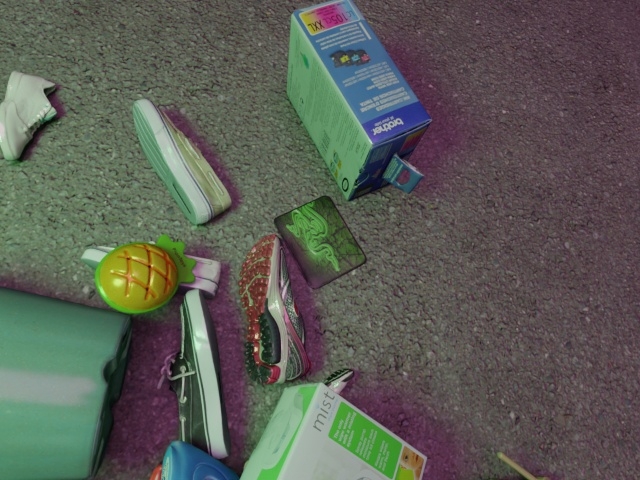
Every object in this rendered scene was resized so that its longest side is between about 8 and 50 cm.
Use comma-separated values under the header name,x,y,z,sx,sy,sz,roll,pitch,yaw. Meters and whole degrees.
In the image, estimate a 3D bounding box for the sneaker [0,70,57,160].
name,x,y,z,sx,sy,sz,roll,pitch,yaw
sneaker,-0.615,-0.265,0.922,0.094,0.080,0.212,5,68,-22

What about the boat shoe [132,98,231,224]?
name,x,y,z,sx,sy,sz,roll,pitch,yaw
boat shoe,-0.304,-0.175,0.947,0.094,0.109,0.302,-29,87,-35

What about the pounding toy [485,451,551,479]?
name,x,y,z,sx,sy,sz,roll,pitch,yaw
pounding toy,0.348,0.505,0.836,0.206,0.094,0.181,-6,68,-27

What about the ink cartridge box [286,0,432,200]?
name,x,y,z,sx,sy,sz,roll,pitch,yaw
ink cartridge box,0.078,-0.271,0.957,0.151,0.270,0.395,-24,77,-13

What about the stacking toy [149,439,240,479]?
name,x,y,z,sx,sy,sz,roll,pitch,yaw
stacking toy,-0.272,0.481,0.675,0.302,0.175,0.166,-43,116,5

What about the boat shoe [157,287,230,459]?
name,x,y,z,sx,sy,sz,roll,pitch,yaw
boat shoe,-0.238,0.245,0.795,0.104,0.113,0.306,-9,88,-8

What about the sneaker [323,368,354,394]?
name,x,y,z,sx,sy,sz,roll,pitch,yaw
sneaker,0.025,0.299,0.872,0.109,0.040,0.044,-32,96,-17

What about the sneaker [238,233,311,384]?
name,x,y,z,sx,sy,sz,roll,pitch,yaw
sneaker,-0.092,0.133,0.875,0.112,0.121,0.299,11,65,-39

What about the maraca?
name,x,y,z,sx,sy,sz,roll,pitch,yaw
maraca,-0.302,0.056,0.769,0.185,0.099,0.127,-33,93,-50

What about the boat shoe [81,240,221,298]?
name,x,y,z,sx,sy,sz,roll,pitch,yaw
boat shoe,-0.328,0.047,0.865,0.258,0.095,0.084,18,64,-16

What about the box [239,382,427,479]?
name,x,y,z,sx,sy,sz,roll,pitch,yaw
box,0.002,0.385,0.636,0.231,0.126,0.262,40,53,-14

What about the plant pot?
name,x,y,z,sx,sy,sz,roll,pitch,yaw
plant pot,-0.485,0.214,0.655,0.334,0.341,0.341,11,69,-17

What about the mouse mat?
name,x,y,z,sx,sy,sz,roll,pitch,yaw
mouse mat,0.000,0.000,0.987,0.152,0.007,0.190,-27,77,-19
